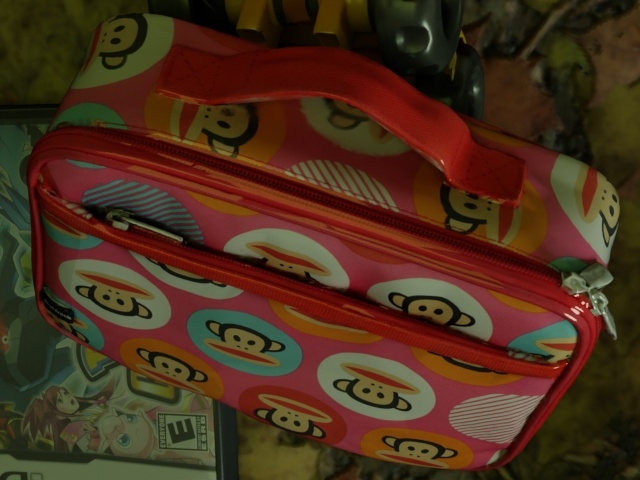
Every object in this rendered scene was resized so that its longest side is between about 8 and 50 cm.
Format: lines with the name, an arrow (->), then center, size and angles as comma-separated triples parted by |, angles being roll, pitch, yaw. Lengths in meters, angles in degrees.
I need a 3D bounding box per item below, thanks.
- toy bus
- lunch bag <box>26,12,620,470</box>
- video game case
toy bus -> 0.017, -0.164, 0.700 | 0.149, 0.220, 0.211 | 4, 66, 19
lunch bag -> 0.000, 0.000, 0.659 | 0.293, 0.120, 0.258 | 18, 148, 0
video game case -> -0.180, 0.047, 0.844 | 0.248, 0.035, 0.275 | 0, 98, 16
